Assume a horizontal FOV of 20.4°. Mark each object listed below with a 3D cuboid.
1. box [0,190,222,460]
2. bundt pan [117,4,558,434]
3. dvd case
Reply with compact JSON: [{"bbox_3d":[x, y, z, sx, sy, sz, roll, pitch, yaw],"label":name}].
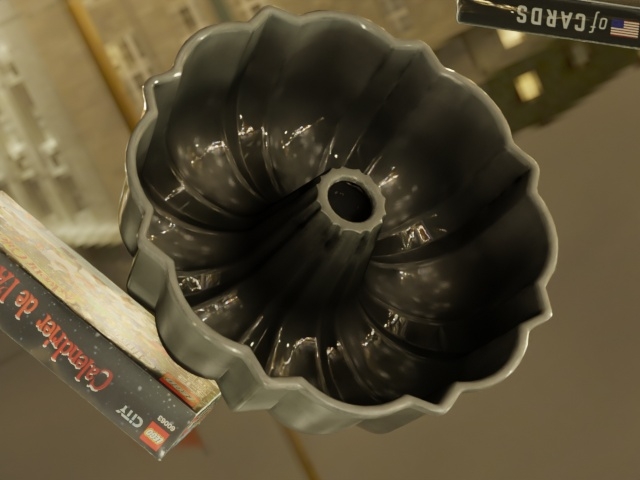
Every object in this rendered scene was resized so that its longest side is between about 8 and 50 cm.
[{"bbox_3d":[-0.176,0.056,1.282,0.044,0.233,0.159,-51,178,6],"label":"box"},{"bbox_3d":[0.000,0.000,1.290,0.331,0.331,0.124,-37,171,-37],"label":"bundt pan"},{"bbox_3d":[0.199,-0.156,1.033,0.179,0.029,0.239,11,-156,20],"label":"dvd case"}]
